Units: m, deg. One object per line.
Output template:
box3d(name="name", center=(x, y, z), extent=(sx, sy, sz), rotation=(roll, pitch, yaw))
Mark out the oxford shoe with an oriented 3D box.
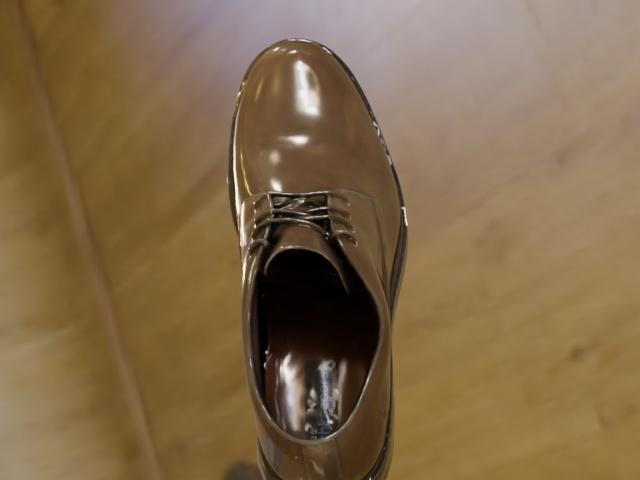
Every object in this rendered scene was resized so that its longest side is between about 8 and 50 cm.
box3d(name="oxford shoe", center=(0.000, 0.000, 0.823), extent=(0.096, 0.083, 0.227), rotation=(81, -179, -65))
